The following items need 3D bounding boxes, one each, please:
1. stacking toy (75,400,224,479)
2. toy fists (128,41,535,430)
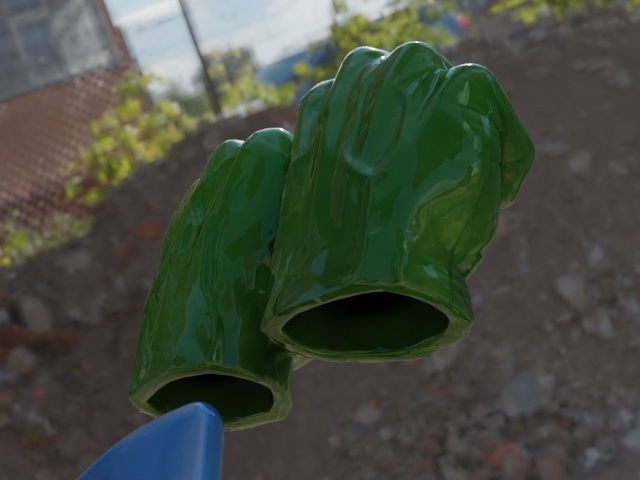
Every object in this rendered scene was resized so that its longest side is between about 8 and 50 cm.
[{"bbox_3d":[0.008,0.224,0.783,0.175,0.302,0.165,-46,28,34],"label":"stacking toy"},{"bbox_3d":[0.000,0.000,0.814,0.096,0.142,0.279,20,-26,-24],"label":"toy fists"}]
